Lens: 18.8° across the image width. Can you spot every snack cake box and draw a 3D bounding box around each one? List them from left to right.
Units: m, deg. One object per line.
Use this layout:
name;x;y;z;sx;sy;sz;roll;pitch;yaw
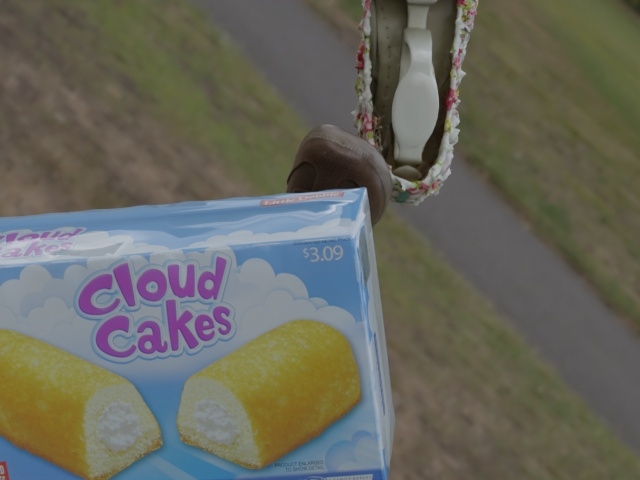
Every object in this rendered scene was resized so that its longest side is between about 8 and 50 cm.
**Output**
snack cake box;-0.097;0.063;1.089;0.089;0.264;0.152;-73;157;-69

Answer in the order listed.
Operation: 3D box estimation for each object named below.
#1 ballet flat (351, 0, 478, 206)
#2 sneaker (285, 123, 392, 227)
ballet flat;0.065;-0.139;1.270;0.091;0.241;0.077;-2;9;-2
sneaker;0.000;0.000;1.254;0.066;0.071;0.188;22;-30;6
